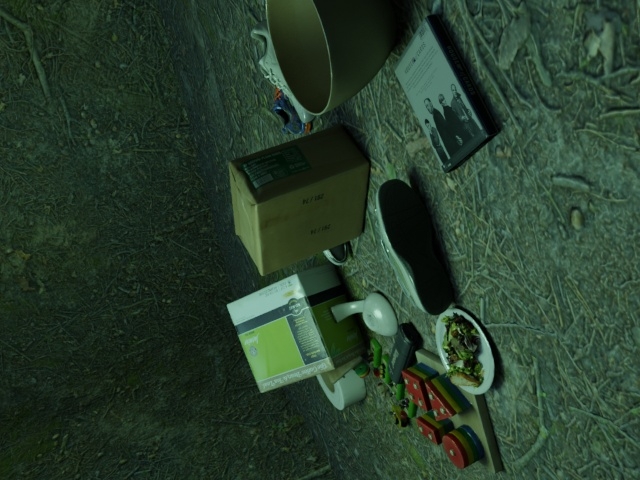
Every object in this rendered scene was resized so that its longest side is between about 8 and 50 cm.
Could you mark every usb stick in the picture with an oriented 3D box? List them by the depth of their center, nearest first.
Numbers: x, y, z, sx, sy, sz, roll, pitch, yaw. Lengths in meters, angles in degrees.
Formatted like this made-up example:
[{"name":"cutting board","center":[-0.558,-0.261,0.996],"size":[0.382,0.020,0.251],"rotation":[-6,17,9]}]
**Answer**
[{"name":"usb stick","center":[0.229,0.322,1.795],"size":[0.077,0.045,0.278],"rotation":[58,160,30]}]

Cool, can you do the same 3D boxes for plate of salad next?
[{"name":"plate of salad","center":[0.312,0.250,1.430],"size":[0.200,0.048,0.199],"rotation":[43,140,51]}]

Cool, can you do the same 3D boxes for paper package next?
[{"name":"paper package","center":[-0.053,-0.104,1.665],"size":[0.168,0.325,0.309],"rotation":[55,157,34]}]

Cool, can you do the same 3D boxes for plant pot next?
[{"name":"plant pot","center":[0.037,-0.411,1.257],"size":[0.284,0.191,0.284],"rotation":[56,159,34]}]

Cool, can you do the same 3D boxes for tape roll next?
[{"name":"tape roll","center":[0.058,0.483,2.394],"size":[0.286,0.100,0.286],"rotation":[55,159,34]}]

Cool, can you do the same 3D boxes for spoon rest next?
[{"name":"spoon rest","center":[0.141,0.214,1.906],"size":[0.276,0.084,0.137],"rotation":[-2,111,57]}]

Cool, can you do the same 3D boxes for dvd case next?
[{"name":"dvd case","center":[0.220,-0.260,1.167],"size":[0.238,0.030,0.179],"rotation":[66,162,8]}]

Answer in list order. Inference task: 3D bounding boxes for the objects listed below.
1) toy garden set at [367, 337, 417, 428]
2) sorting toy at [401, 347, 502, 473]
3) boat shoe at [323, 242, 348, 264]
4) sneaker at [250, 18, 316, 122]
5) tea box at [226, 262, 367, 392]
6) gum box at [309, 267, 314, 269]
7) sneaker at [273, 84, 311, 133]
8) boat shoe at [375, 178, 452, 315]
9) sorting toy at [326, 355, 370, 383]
[{"name":"toy garden set","center":[0.210,0.461,2.006],"size":[0.244,0.049,0.203],"rotation":[53,157,39]},{"name":"sorting toy","center":[0.316,0.433,1.603],"size":[0.255,0.089,0.257],"rotation":[17,127,67]},{"name":"boat shoe","center":[0.034,-0.036,1.894],"size":[0.076,0.080,0.228],"rotation":[-177,74,-81]},{"name":"sneaker","center":[-0.093,-0.448,1.696],"size":[0.297,0.129,0.111],"rotation":[69,160,-6]},{"name":"tea box","center":[-0.078,0.289,2.112],"size":[0.329,0.220,0.323],"rotation":[-25,83,34]},{"name":"gum box","center":[0.008,0.182,2.244],"size":[0.188,0.062,0.107],"rotation":[68,162,0]},{"name":"sneaker","center":[-0.100,-0.405,1.832],"size":[0.221,0.087,0.083],"rotation":[68,162,1]},{"name":"boat shoe","center":[0.194,0.018,1.434],"size":[0.320,0.118,0.103],"rotation":[65,159,-12]},{"name":"sorting toy","center":[0.078,0.413,2.192],"size":[0.046,0.132,0.274],"rotation":[47,-177,-29]}]
